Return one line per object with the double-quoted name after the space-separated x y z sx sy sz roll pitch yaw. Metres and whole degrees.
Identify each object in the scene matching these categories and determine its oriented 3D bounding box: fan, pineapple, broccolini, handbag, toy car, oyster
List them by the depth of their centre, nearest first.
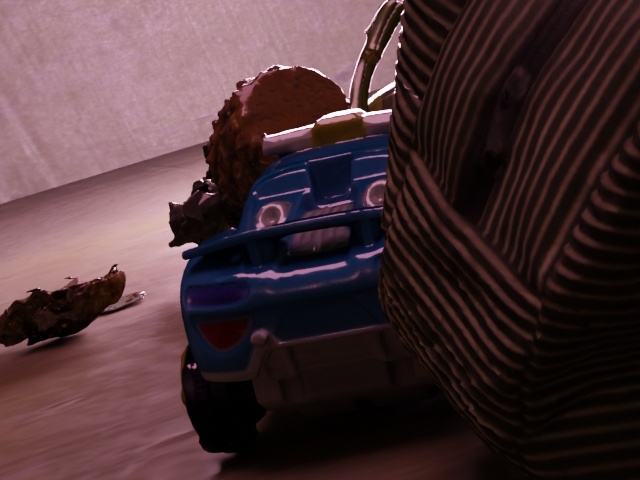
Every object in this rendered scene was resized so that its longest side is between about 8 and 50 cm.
0.190 -0.057 0.630 0.340 0.240 0.247 -17 35 -19 "handbag"
0.028 0.005 0.894 0.198 0.166 0.314 -10 10 15 "toy car"
-0.226 0.059 1.338 0.148 0.051 0.103 -29 1 44 "oyster"
-0.059 -0.056 1.347 0.128 0.128 0.248 -21 -12 -30 "pineapple"
0.074 -0.116 1.359 0.123 0.272 0.062 -7 -32 19 "broccolini"
-0.203 0.063 1.423 0.083 0.004 0.056 -18 9 -10 "fan"

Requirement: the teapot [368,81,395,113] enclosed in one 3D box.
0.101 -0.082 1.464 0.119 0.130 0.166 -1 -21 5 "teapot"
